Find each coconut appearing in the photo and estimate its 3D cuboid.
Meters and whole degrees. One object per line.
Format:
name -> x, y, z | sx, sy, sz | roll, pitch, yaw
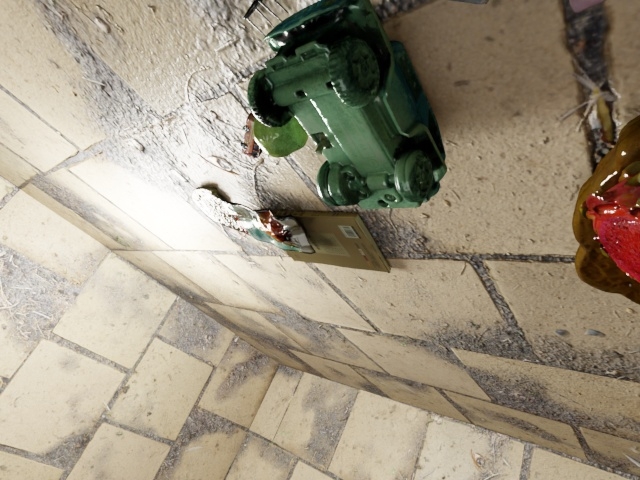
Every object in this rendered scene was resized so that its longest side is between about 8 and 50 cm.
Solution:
coconut -> -0.070, -0.179, 0.656 | 0.096, 0.088, 0.088 | 1, 144, 33

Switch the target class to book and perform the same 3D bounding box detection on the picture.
book -> 0.000, 0.000, 0.991 | 0.310, 0.021, 0.217 | 6, 147, 37

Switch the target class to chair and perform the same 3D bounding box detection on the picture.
chair -> -0.083, -0.299, 0.497 | 0.042, 0.037, 0.086 | -17, 136, 40

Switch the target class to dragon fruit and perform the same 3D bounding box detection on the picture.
dragon fruit -> 0.366, -0.006, 0.377 | 0.208, 0.150, 0.133 | 9, 180, 20

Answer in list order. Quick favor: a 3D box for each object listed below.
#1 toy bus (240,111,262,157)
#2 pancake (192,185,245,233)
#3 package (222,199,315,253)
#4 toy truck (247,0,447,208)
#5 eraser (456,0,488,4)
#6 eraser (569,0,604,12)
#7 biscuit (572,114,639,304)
toy bus -> -0.120, -0.193, 0.734 | 0.043, 0.031, 0.110 | 22, 154, -6
pancake -> -0.265, -0.083, 1.086 | 0.184, 0.020, 0.190 | 25, 155, 4
package -> -0.129, -0.027, 0.993 | 0.232, 0.040, 0.166 | 14, 152, 27
toy truck -> 0.048, -0.154, 0.504 | 0.155, 0.156, 0.279 | 1, 144, 42
eraser -> 0.056, -0.269, 0.357 | 0.212, 0.092, 0.046 | 19, 153, 17
eraser -> 0.240, -0.292, 0.117 | 0.272, 0.122, 0.359 | 40, 152, -29
biscuit -> 0.472, -0.017, 0.461 | 0.381, 0.074, 0.359 | 43, 148, -26
